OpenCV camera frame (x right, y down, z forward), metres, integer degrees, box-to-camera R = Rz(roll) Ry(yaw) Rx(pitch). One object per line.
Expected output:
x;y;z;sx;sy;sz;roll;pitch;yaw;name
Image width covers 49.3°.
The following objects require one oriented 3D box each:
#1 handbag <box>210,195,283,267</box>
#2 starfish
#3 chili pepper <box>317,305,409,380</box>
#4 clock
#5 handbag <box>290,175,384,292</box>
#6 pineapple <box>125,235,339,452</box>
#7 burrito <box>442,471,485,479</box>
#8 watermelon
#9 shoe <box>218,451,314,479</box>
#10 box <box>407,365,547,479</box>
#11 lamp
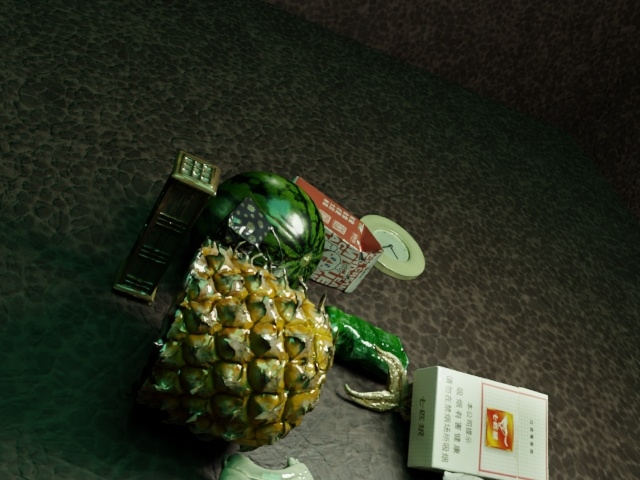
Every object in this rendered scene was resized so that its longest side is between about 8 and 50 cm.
-0.128;0.002;1.326;0.139;0.072;0.115;44;30;-6;handbag
0.174;0.322;1.542;0.247;0.138;0.050;24;-10;-26;starfish
0.071;0.225;1.582;0.271;0.099;0.136;23;47;-24;chili pepper
0.200;0.020;2.018;0.235;0.029;0.235;25;36;-20;clock
0.000;0.000;1.741;0.298;0.171;0.151;35;29;-8;handbag
-0.144;0.184;1.227;0.300;0.352;0.352;26;35;-14;pineapple
0.403;0.557;1.266;0.101;0.138;0.446;0;9;-44;burrito
-0.133;-0.010;1.516;0.285;0.285;0.285;24;35;-18;watermelon
-0.031;0.462;1.167;0.342;0.132;0.210;20;39;-17;shoe
0.353;0.415;1.531;0.330;0.095;0.210;19;65;-27;box
-0.300;-0.017;1.338;0.089;0.325;0.090;23;36;-18;lamp
